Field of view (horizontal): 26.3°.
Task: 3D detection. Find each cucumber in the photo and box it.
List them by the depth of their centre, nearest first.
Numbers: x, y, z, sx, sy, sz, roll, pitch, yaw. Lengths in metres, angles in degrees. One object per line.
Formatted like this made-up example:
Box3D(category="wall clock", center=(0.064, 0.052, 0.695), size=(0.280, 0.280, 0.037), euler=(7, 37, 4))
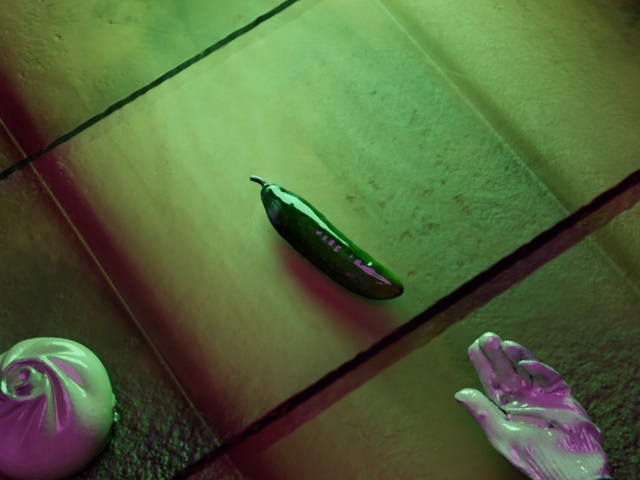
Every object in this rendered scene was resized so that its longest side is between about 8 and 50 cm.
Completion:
Box3D(category="cucumber", center=(0.000, 0.000, 1.650), size=(0.056, 0.056, 0.250), euler=(-43, 64, -14))

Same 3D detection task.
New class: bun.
Box3D(category="bun", center=(-0.325, 0.186, 1.563), size=(0.173, 0.120, 0.173), euler=(-5, 59, 9))

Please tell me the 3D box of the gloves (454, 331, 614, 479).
Box3D(category="gloves", center=(0.229, 0.197, 1.477), size=(0.119, 0.097, 0.229), euler=(-25, 65, -10))
